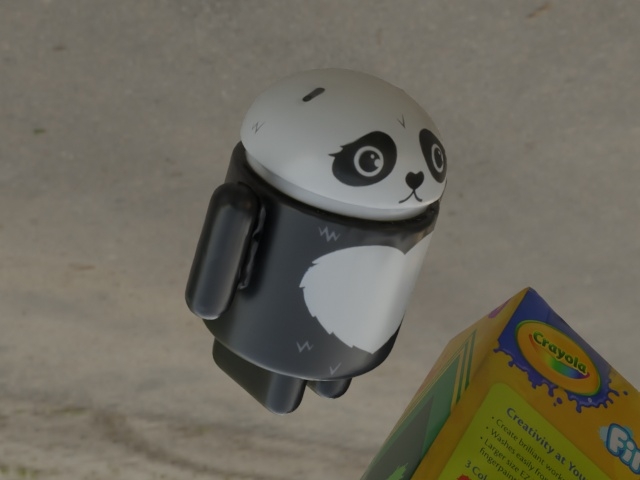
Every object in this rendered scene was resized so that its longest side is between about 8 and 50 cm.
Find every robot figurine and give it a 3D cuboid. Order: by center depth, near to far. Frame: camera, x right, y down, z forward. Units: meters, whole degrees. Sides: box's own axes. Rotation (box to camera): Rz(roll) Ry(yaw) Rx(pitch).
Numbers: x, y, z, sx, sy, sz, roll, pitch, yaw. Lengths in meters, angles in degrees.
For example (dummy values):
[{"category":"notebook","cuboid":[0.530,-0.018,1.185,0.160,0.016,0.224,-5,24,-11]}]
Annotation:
[{"category":"robot figurine","cuboid":[0.000,0.001,1.019,0.174,0.209,0.278,17,115,1]}]

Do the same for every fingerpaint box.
[{"category":"fingerpaint box","cuboid":[0.250,0.334,1.267,0.163,0.445,0.371,-42,-173,50]}]
